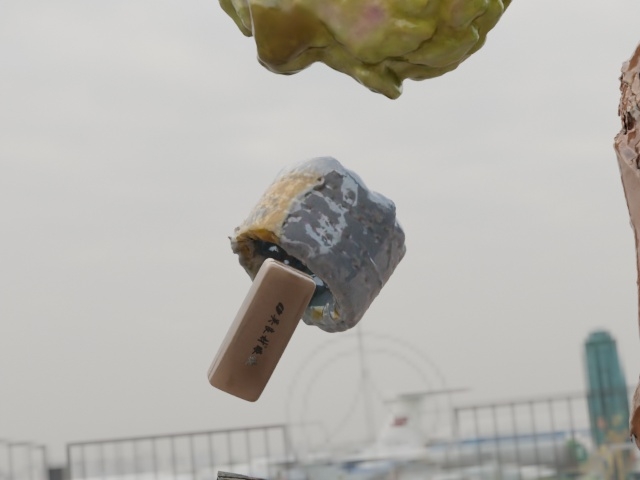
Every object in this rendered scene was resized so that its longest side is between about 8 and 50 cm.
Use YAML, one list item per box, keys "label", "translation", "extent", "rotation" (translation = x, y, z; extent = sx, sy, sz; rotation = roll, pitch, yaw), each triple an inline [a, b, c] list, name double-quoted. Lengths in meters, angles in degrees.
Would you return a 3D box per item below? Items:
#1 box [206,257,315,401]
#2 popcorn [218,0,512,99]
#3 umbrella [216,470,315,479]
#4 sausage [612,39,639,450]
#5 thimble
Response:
- label: "box"
  translation: [-0.048, 0.073, 1.223]
  extent: [0.048, 0.115, 0.025]
  rotation: [25, 8, -23]
- label: "popcorn"
  translation: [0.033, -0.236, 1.207]
  extent: [0.259, 0.259, 0.212]
  rotation: [-8, 14, 16]
- label: "umbrella"
  translation: [-0.041, 0.167, 1.001]
  extent: [0.083, 0.020, 0.031]
  rotation: [4, 9, -1]
- label: "sausage"
  translation: [0.221, -0.008, 0.931]
  extent: [0.078, 0.304, 0.078]
  rotation: [3, -28, 2]
- label: "thimble"
  translation: [0.001, 0.002, 1.482]
  extent: [0.151, 0.118, 0.127]
  rotation: [46, -27, -20]
